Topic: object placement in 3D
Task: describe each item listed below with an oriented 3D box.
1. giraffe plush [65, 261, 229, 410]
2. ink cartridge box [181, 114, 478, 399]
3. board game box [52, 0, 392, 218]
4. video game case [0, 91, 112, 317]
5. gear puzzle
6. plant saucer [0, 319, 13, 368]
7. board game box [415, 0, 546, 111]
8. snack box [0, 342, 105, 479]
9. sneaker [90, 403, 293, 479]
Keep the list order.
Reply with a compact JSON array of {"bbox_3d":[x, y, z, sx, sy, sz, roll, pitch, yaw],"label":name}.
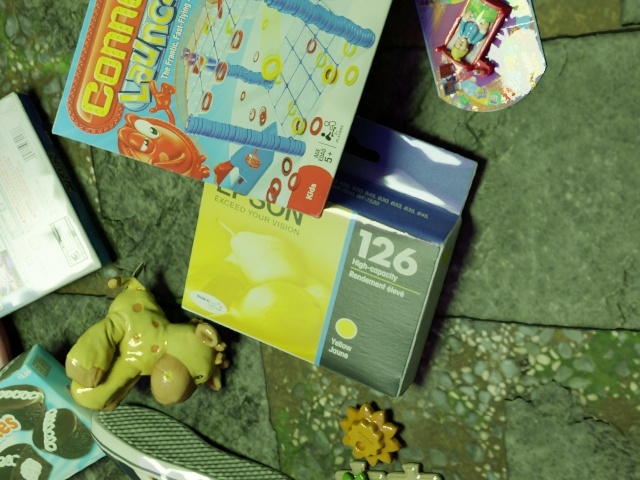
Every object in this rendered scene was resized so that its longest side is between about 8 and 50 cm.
[{"bbox_3d":[-0.214,0.153,1.587,0.171,0.181,0.210,23,83,13],"label":"giraffe plush"},{"bbox_3d":[0.000,0.000,1.401,0.304,0.072,0.307,22,122,17],"label":"ink cartridge box"},{"bbox_3d":[-0.096,-0.215,1.279,0.302,0.086,0.308,17,98,-3],"label":"board game box"},{"bbox_3d":[-0.461,-0.033,1.660,0.244,0.061,0.269,-26,91,7],"label":"video game case"},{"bbox_3d":[0.094,0.367,1.509,0.176,0.044,0.338,-5,103,34],"label":"gear puzzle"},{"bbox_3d":[-0.605,0.175,1.857,0.332,0.084,0.332,9,112,23],"label":"plant saucer"},{"bbox_3d":[0.164,-0.218,1.272,0.133,0.033,0.168,-8,102,35],"label":"board game box"},{"bbox_3d":[-0.468,0.299,1.763,0.322,0.060,0.187,-33,112,25],"label":"snack box"},{"bbox_3d":[-0.190,0.339,1.633,0.321,0.126,0.127,23,111,23],"label":"sneaker"}]
